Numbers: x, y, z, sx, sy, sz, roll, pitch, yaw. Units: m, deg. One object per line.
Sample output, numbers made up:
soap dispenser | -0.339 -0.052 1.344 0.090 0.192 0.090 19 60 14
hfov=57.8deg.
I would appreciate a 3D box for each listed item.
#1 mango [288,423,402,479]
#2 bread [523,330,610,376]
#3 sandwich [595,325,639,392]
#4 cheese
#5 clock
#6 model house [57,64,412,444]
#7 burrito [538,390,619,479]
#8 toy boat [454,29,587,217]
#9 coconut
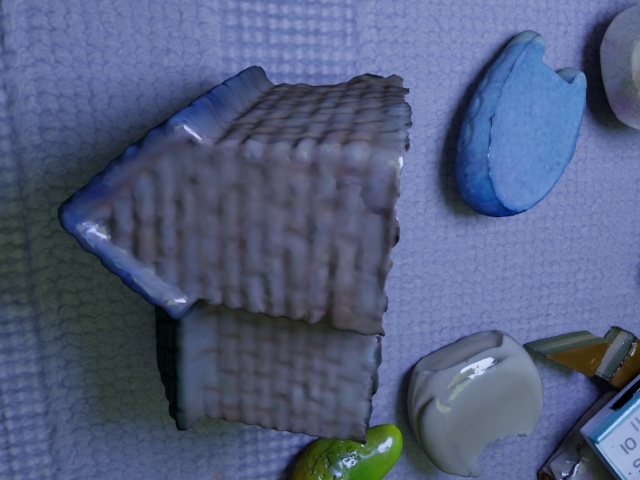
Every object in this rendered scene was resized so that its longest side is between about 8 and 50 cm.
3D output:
mango | 0.042 0.401 1.035 0.233 0.111 0.125 -33 114 -11
bread | 0.494 0.208 1.165 0.139 0.074 0.084 24 93 -19
sandwich | 0.664 0.273 1.231 0.163 0.079 0.113 34 90 -20
cheese | 0.292 0.299 1.088 0.266 0.127 0.233 -21 107 -12
clock | 0.671 0.377 1.148 0.262 0.116 0.231 -40 93 -6
model house | -0.097 0.000 0.793 0.400 0.395 0.445 5 118 3
burrito | 0.566 0.489 1.234 0.175 0.107 0.348 35 87 -6
toy boat | 0.338 -0.194 1.027 0.215 0.123 0.330 25 81 -29
coconut | 0.623 -0.312 1.024 0.259 0.259 0.259 -4 102 -18
